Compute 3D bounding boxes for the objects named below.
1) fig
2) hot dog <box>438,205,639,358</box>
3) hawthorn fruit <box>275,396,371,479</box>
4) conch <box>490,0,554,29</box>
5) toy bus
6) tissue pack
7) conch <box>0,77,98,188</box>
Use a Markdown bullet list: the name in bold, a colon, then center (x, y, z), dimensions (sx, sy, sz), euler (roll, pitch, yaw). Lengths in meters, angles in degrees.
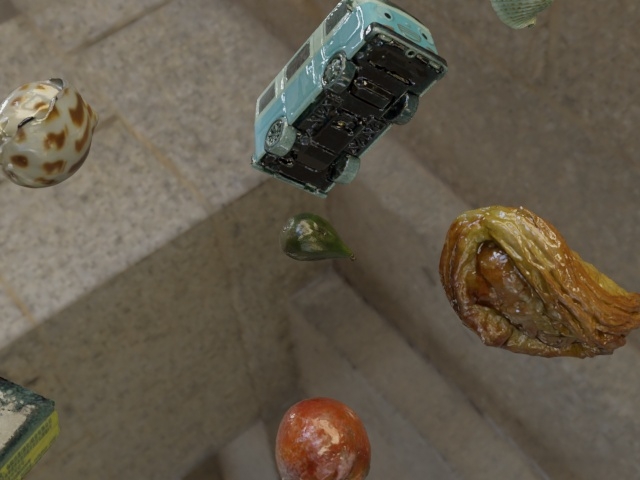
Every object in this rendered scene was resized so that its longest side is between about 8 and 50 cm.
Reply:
- **fig**: center (0.000, 0.000, 2.421), dimensions (0.117, 0.177, 0.117), euler (-168, 90, -68)
- **hot dog**: center (0.244, 0.063, 1.264), dimensions (0.259, 0.114, 0.175), euler (31, 153, -32)
- **hawthorn fruit**: center (0.001, 0.351, 1.917), dimensions (0.173, 0.173, 0.173), euler (47, 159, 25)
- **conch**: center (0.217, -0.267, 1.168), dimensions (0.056, 0.076, 0.085), euler (156, 118, -76)
- **toy bus**: center (0.029, -0.204, 1.470), dimensions (0.271, 0.133, 0.165), euler (-44, 37, 35)
- **tissue pack**: center (-0.434, 0.244, 1.218), dimensions (0.185, 0.257, 0.081), euler (21, 132, 16)
- **conch**: center (-0.427, -0.169, 1.753), dimensions (0.182, 0.275, 0.149), euler (-14, 122, 22)
